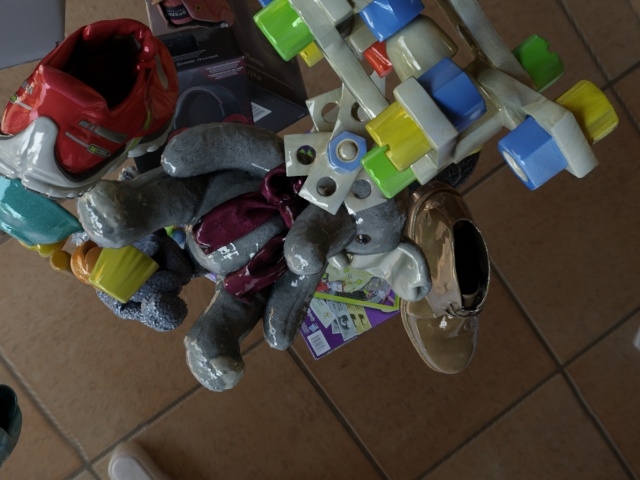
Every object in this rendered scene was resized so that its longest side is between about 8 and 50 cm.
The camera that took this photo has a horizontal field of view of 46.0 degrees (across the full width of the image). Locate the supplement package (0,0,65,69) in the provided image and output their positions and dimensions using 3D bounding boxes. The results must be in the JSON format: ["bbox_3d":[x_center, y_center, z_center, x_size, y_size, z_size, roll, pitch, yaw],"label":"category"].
[{"bbox_3d":[-0.485,-0.336,0.989,0.145,0.262,0.204,33,129,19],"label":"supplement package"}]

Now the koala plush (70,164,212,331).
[{"bbox_3d":[-0.309,0.006,1.235,0.196,0.204,0.221,-62,146,-37],"label":"koala plush"}]

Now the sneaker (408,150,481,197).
[{"bbox_3d":[0.111,-0.111,1.149,0.286,0.130,0.109,-26,135,-10],"label":"sneaker"}]

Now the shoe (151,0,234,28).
[{"bbox_3d":[-0.133,-0.234,0.663,0.064,0.178,0.081,-1,97,27],"label":"shoe"}]

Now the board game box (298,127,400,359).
[{"bbox_3d":[0.000,0.000,1.271,0.208,0.056,0.346,-31,79,8],"label":"board game box"}]

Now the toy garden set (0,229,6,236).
[{"bbox_3d":[-0.518,-0.059,1.034,0.204,0.049,0.244,2,86,-18],"label":"toy garden set"}]

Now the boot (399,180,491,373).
[{"bbox_3d":[0.175,0.079,1.014,0.112,0.115,0.305,-17,123,-11],"label":"boot"}]

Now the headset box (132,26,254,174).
[{"bbox_3d":[-0.230,-0.225,1.274,0.218,0.293,0.110,-15,52,-10],"label":"headset box"}]

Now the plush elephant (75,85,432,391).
[{"bbox_3d":[-0.021,-0.019,0.790,0.330,0.256,0.271,-41,114,-39],"label":"plush elephant"}]

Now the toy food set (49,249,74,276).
[{"bbox_3d":[-0.382,0.000,1.424,0.111,0.104,0.232,42,80,9],"label":"toy food set"}]

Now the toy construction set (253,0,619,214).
[{"bbox_3d":[0.038,-0.115,0.489,0.151,0.328,0.215,-40,95,-8],"label":"toy construction set"}]

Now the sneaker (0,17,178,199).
[{"bbox_3d":[-0.165,-0.130,0.620,0.107,0.279,0.118,32,117,-12],"label":"sneaker"}]

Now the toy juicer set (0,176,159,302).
[{"bbox_3d":[-0.356,-0.046,0.915,0.329,0.209,0.089,36,76,-19],"label":"toy juicer set"}]

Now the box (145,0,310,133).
[{"bbox_3d":[-0.197,-0.403,1.624,0.183,0.296,0.293,-26,68,28],"label":"box"}]

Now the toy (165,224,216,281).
[{"bbox_3d":[-0.239,0.039,1.564,0.137,0.056,0.237,-24,135,30],"label":"toy"}]

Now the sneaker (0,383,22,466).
[{"bbox_3d":[-0.586,0.317,1.348,0.135,0.366,0.150,38,87,-25],"label":"sneaker"}]
